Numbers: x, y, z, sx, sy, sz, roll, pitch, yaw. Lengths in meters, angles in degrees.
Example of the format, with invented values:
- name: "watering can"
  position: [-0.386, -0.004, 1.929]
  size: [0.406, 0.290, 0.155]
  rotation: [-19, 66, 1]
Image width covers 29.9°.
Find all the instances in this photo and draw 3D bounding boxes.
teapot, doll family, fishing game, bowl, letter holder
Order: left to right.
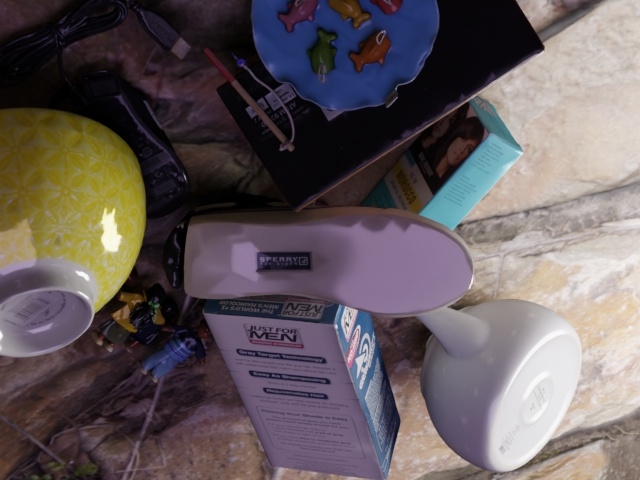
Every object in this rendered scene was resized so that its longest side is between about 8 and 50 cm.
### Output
- name: "bowl"
  position: [-0.301, 0.022, 1.202]
  size: [0.289, 0.156, 0.289]
  rotation: [-15, 146, -11]
- name: "doll family"
  position: [-0.212, 0.100, 1.490]
  size: [0.111, 0.076, 0.193]
  rotation: [-39, 137, 9]
- name: "fishing game"
  position: [0.021, -0.216, 1.168]
  size: [0.264, 0.041, 0.189]
  rotation: [-40, 91, 12]
- name: "letter holder"
  position: [0.070, -0.183, 1.296]
  size: [0.301, 0.214, 0.152]
  rotation: [-32, 92, 10]
- name: "teapot"
  position: [0.226, 0.182, 1.650]
  size: [0.252, 0.187, 0.256]
  rotation: [-15, 122, -45]

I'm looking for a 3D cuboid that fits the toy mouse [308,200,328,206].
- name: "toy mouse"
  position: [-0.025, 0.003, 1.495]
  size: [0.161, 0.031, 0.143]
  rotation: [-39, 131, 15]

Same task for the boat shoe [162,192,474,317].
- name: "boat shoe"
  position: [0.000, 0.000, 1.368]
  size: [0.340, 0.158, 0.127]
  rotation: [5, 108, -1]

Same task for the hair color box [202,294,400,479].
- name: "hair color box"
  position: [-0.013, 0.168, 1.541]
  size: [0.173, 0.105, 0.347]
  rotation: [4, 140, 19]

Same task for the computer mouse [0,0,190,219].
- name: "computer mouse"
  position: [-0.202, -0.152, 1.279]
  size: [0.184, 0.060, 0.262]
  rotation: [-32, 122, 15]

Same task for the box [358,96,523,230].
- name: "box"
  position: [0.129, -0.058, 1.449]
  size: [0.060, 0.100, 0.244]
  rotation: [24, 118, -34]
